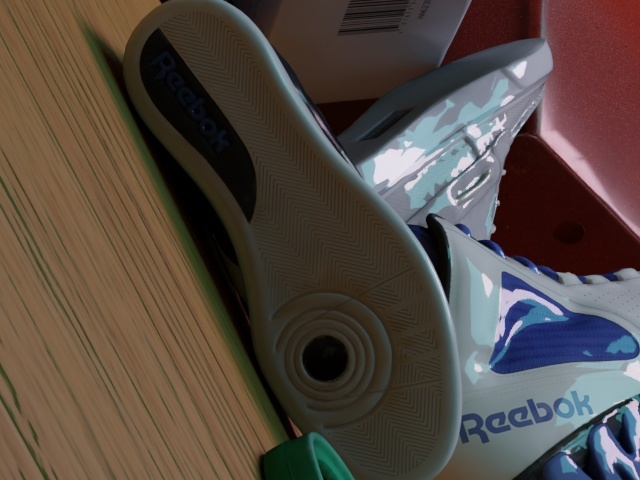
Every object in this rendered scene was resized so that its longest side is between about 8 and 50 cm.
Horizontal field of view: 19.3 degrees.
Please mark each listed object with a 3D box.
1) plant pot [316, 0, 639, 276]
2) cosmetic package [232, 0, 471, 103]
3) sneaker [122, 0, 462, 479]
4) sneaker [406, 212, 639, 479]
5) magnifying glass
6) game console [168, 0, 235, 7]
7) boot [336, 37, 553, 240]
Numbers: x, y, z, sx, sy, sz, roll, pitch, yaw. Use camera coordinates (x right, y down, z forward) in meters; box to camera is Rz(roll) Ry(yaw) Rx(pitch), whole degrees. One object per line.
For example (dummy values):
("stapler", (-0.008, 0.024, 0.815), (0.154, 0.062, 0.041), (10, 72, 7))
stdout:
("plant pot", (0.139, -0.050, 1.410), (0.267, 0.267, 0.235), (42, 30, -26))
("cosmetic package", (0.007, -0.241, 1.228), (0.224, 0.138, 0.224), (113, -33, -59))
("sneaker", (0.000, 0.000, 0.786), (0.217, 0.079, 0.121), (62, 6, 6))
("sneaker", (0.112, 0.051, 0.999), (0.182, 0.127, 0.315), (49, 39, 4))
("magnifying glass", (0.034, 0.145, 0.699), (0.231, 0.026, 0.092), (59, 6, -51))
("game console", (-0.060, -0.282, 1.140), (0.250, 0.173, 0.293), (59, 6, -40))
("boot", (0.077, -0.030, 1.189), (0.095, 0.258, 0.123), (-5, -66, 46))
